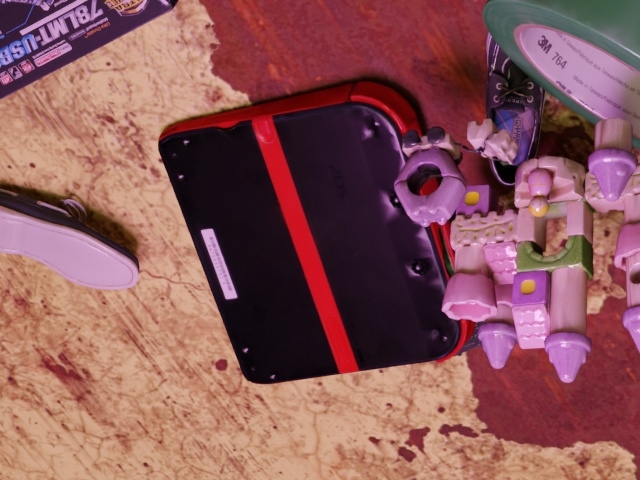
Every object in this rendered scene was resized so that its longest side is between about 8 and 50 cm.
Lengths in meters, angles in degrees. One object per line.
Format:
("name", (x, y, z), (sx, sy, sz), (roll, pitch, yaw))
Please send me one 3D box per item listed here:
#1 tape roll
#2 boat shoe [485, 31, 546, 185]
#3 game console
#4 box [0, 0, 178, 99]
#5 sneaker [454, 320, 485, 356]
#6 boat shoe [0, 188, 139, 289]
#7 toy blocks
("tape roll", (0.326, -0.190, 1.665), (0.321, 0.321, 0.077), (35, 86, -11))
("boat shoe", (0.228, -0.167, 1.848), (0.080, 0.076, 0.228), (8, 125, 8))
("game console", (0.000, 0.000, 2.005), (0.342, 0.060, 0.386), (-9, 112, 25))
("box", (-0.362, -0.347, 1.865), (0.295, 0.073, 0.293), (-23, 116, 25))
("sneaker", (0.162, 0.125, 2.078), (0.170, 0.051, 0.089), (-24, 111, 22))
("boat shoe", (-0.357, -0.007, 2.092), (0.254, 0.079, 0.095), (16, 128, 5))
("toy blocks", (0.263, 0.040, 1.789), (0.289, 0.260, 0.309), (-7, 152, 26))
